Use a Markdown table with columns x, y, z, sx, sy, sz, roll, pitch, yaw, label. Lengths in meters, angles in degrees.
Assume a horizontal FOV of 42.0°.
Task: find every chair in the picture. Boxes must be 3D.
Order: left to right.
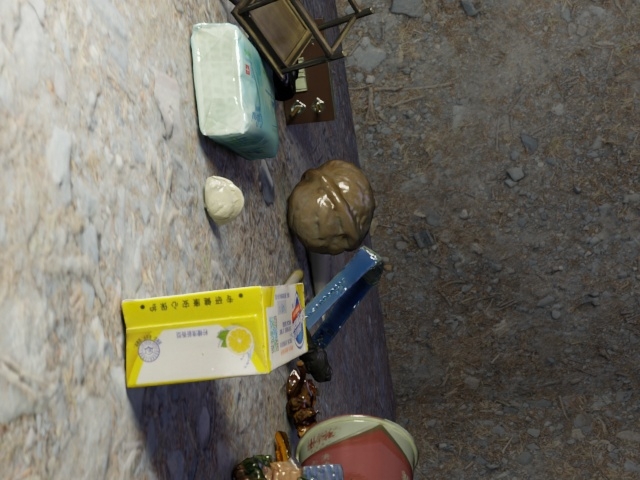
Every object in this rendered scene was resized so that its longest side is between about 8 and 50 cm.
| x | y | z | sx | sy | sz | roll | pitch | yaw | label |
| --- | --- | --- | --- | --- | --- | --- | --- | --- | --- |
| -0.066 | -0.368 | 1.382 | 0.154 | 0.260 | 0.141 | 51 | 51 | -30 | chair |

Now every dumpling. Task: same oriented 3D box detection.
| x | y | z | sx | sy | sz | roll | pitch | yaw | label |
| --- | --- | --- | --- | --- | --- | --- | --- | --- | --- |
| -0.146 | -0.061 | 1.269 | 0.043 | 0.060 | 0.077 | -96 | 179 | -86 | dumpling |

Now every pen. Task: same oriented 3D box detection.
| x | y | z | sx | sy | sz | roll | pitch | yaw | label |
| --- | --- | --- | --- | --- | --- | --- | --- | --- | --- |
| -0.066 | 0.102 | 1.793 | 0.233 | 0.032 | 0.040 | -51 | 159 | -75 | pen |

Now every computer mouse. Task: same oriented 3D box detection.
| x | y | z | sx | sy | sz | roll | pitch | yaw | label |
| --- | --- | --- | --- | --- | --- | --- | --- | --- | --- |
| -0.097 | -0.357 | 1.657 | 0.233 | 0.096 | 0.137 | -85 | 172 | -67 | computer mouse |

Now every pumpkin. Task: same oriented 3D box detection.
| x | y | z | sx | sy | sz | roll | pitch | yaw | label |
| --- | --- | --- | --- | --- | --- | --- | --- | --- | --- |
| -0.071 | 0.401 | 1.571 | 0.101 | 0.035 | 0.073 | 79 | 0 | -58 | pumpkin |

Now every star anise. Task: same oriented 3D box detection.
| x | y | z | sx | sy | sz | roll | pitch | yaw | label |
| --- | --- | --- | --- | --- | --- | --- | --- | --- | --- |
| -0.035 | 0.322 | 1.699 | 0.177 | 0.073 | 0.233 | -122 | -154 | -74 | star anise |

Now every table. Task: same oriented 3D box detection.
| x | y | z | sx | sy | sz | roll | pitch | yaw | label |
| --- | --- | --- | --- | --- | --- | --- | --- | --- | --- |
| -0.040 | -0.392 | 1.953 | 0.111 | 0.122 | 0.240 | -64 | 147 | -73 | table |

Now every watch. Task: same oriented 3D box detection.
| x | y | z | sx | sy | sz | roll | pitch | yaw | label |
| --- | --- | --- | --- | --- | --- | --- | --- | --- | --- |
| 0.038 | 0.126 | 1.901 | 0.274 | 0.068 | 0.276 | -50 | 164 | -7 | watch |

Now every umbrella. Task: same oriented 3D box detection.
| x | y | z | sx | sy | sz | roll | pitch | yaw | label |
| --- | --- | --- | --- | --- | --- | --- | --- | --- | --- |
| -0.036 | 0.213 | 1.711 | 0.066 | 0.059 | 0.235 | 58 | 0 | 44 | umbrella |

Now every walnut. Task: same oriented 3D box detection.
| x | y | z | sx | sy | sz | roll | pitch | yaw | label |
| --- | --- | --- | --- | --- | --- | --- | --- | --- | --- |
| 0.025 | -0.074 | 1.902 | 0.224 | 0.224 | 0.224 | -5 | 90 | -81 | walnut |

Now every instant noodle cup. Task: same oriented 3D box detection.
| x | y | z | sx | sy | sz | roll | pitch | yaw | label |
| --- | --- | --- | --- | --- | --- | --- | --- | --- | --- |
| 0.066 | 0.457 | 1.508 | 0.178 | 0.235 | 0.234 | -88 | 169 | -52 | instant noodle cup |

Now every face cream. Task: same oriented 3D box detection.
| x | y | z | sx | sy | sz | roll | pitch | yaw | label |
| --- | --- | --- | --- | --- | --- | --- | --- | --- | --- |
| 0.001 | 0.093 | 2.169 | 0.092 | 0.058 | 0.243 | -89 | 177 | -60 | face cream |

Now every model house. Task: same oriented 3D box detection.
| x | y | z | sx | sy | sz | roll | pitch | yaw | label |
| --- | --- | --- | --- | --- | --- | --- | --- | --- | --- |
| -0.036 | 0.422 | 1.326 | 0.183 | 0.172 | 0.166 | 59 | 29 | -70 | model house |

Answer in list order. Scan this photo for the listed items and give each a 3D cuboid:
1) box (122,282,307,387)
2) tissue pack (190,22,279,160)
| x | y | z | sx | sy | sz | roll | pitch | yaw | label |
| --- | --- | --- | --- | --- | --- | --- | --- | --- | --- |
| -0.116 | 0.109 | 1.019 | 0.265 | 0.169 | 0.097 | 21 | 62 | -82 | box |
| -0.131 | -0.237 | 1.372 | 0.263 | 0.089 | 0.177 | 16 | 69 | -80 | tissue pack |
